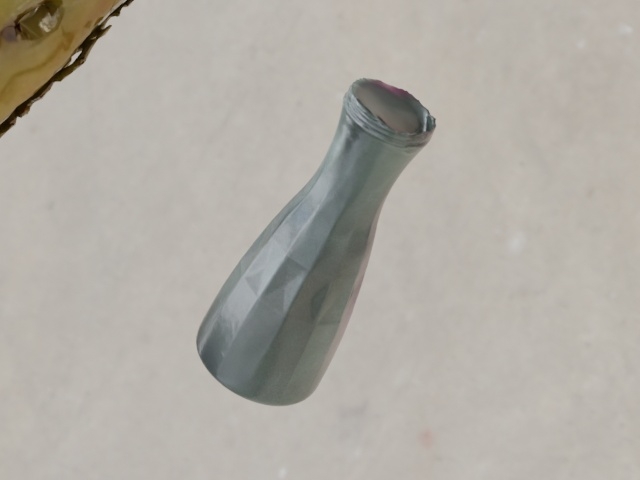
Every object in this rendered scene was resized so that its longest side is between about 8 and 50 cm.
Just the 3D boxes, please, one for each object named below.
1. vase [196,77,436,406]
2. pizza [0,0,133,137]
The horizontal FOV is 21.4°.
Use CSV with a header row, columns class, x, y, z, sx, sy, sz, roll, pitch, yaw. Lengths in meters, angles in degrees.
class,x,y,z,sx,sy,sz,roll,pitch,yaw
vase,0.000,0.000,1.044,0.214,0.086,0.086,-62,29,32
pizza,-0.115,-0.205,0.594,0.130,0.406,0.440,32,88,19
